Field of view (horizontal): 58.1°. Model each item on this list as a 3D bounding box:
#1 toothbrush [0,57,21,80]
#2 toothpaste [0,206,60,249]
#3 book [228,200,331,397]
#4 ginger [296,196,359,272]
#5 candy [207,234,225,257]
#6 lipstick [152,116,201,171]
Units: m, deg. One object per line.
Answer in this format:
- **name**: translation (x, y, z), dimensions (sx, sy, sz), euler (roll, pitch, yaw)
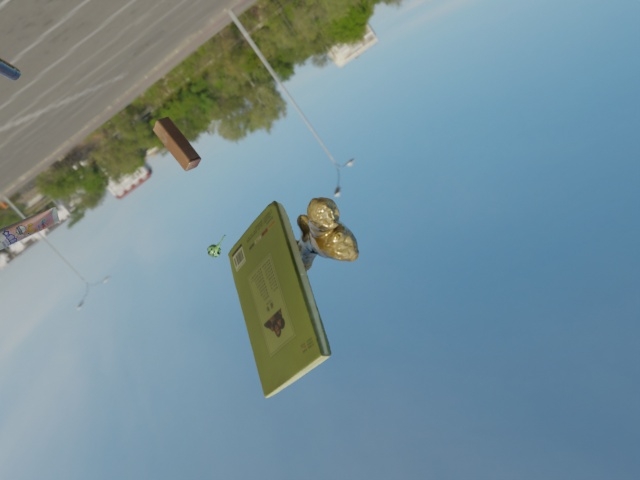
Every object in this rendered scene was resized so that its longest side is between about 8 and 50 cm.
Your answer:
- **toothbrush**: translation (-0.798, -0.433, 1.373), dimensions (0.041, 0.041, 0.364), euler (-38, -171, -4)
- **toothpaste**: translation (-0.646, -0.014, 1.209), dimensions (0.194, 0.043, 0.067), euler (-30, 164, -27)
- **book**: translation (-0.101, 0.123, 1.211), dimensions (0.035, 0.352, 0.239), euler (2, 148, -39)
- **ginger**: translation (0.000, 0.000, 1.212), dimensions (0.081, 0.148, 0.333), euler (-61, -171, -20)
- **candy**: translation (-0.185, 0.007, 1.039), dimensions (0.023, 0.025, 0.083), euler (-5, 156, -27)
- **lipstick**: translation (-0.372, -0.250, 1.495), dimensions (0.045, 0.145, 0.045), euler (-33, 171, -41)
